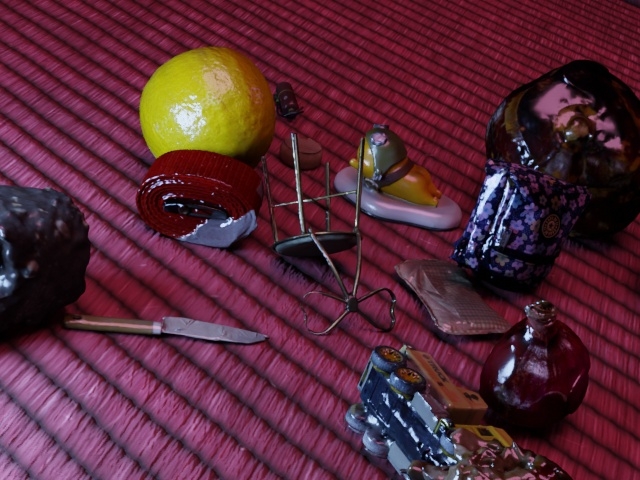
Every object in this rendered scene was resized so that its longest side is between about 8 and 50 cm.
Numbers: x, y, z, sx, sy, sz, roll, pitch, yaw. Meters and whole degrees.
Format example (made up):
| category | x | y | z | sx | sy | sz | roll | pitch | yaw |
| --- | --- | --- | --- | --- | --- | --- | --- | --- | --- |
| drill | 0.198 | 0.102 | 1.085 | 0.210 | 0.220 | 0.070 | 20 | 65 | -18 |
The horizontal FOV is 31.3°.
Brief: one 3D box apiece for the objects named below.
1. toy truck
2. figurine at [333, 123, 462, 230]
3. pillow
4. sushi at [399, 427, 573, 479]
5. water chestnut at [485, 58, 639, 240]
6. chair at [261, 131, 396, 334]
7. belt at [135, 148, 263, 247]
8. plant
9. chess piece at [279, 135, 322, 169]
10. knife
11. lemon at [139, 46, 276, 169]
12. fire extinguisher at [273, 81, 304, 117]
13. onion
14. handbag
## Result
| category | x | y | z | sx | sy | sz | roll | pitch | yaw |
| --- | --- | --- | --- | --- | --- | --- | --- | --- | --- |
| toy truck | 0.155 | 0.247 | 1.479 | 0.157 | 0.124 | 0.272 | 6 | 25 | -32 |
| figurine | 0.155 | -0.128 | 2.096 | 0.250 | 0.141 | 0.166 | 17 | 28 | 6 |
| pillow | 0.209 | 0.090 | 1.852 | 0.135 | 0.034 | 0.211 | -2 | 31 | -23 |
| sushi | 0.188 | 0.333 | 1.203 | 0.238 | 0.218 | 0.225 | 23 | 47 | -4 |
| water chestnut | 0.464 | -0.155 | 2.165 | 0.335 | 0.347 | 0.335 | 5 | 69 | -13 |
| chair | 0.000 | 0.000 | 1.828 | 0.160 | 0.170 | 0.325 | 1 | 75 | -28 |
| belt | -0.193 | -0.076 | 1.879 | 0.201 | 0.128 | 0.124 | 12 | 31 | 0 |
| plant | -0.461 | 0.023 | 1.540 | 0.276 | 0.188 | 0.199 | -13 | 38 | -39 |
| chess piece | -0.037 | -0.169 | 2.191 | 0.084 | 0.038 | 0.083 | 8 | 29 | -5 |
| knife | -0.217 | 0.123 | 1.639 | 0.298 | 0.017 | 0.047 | 6 | 24 | -11 |
| lemon | -0.188 | -0.202 | 2.001 | 0.240 | 0.240 | 0.219 | -8 | 63 | -33 |
| fire extinguisher | -0.068 | -0.289 | 2.382 | 0.056 | 0.039 | 0.132 | -22 | 34 | 4 |
| onion | 0.313 | 0.171 | 1.596 | 0.135 | 0.198 | 0.173 | 34 | 53 | 21 |
| handbag | 0.330 | -0.019 | 1.909 | 0.229 | 0.207 | 0.127 | 12 | 11 | -38 |
